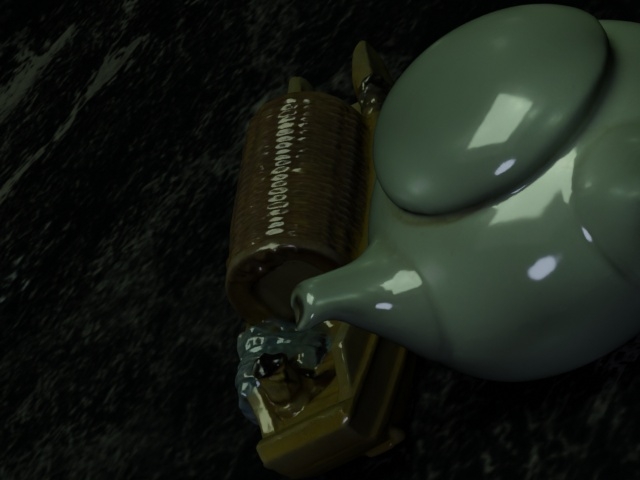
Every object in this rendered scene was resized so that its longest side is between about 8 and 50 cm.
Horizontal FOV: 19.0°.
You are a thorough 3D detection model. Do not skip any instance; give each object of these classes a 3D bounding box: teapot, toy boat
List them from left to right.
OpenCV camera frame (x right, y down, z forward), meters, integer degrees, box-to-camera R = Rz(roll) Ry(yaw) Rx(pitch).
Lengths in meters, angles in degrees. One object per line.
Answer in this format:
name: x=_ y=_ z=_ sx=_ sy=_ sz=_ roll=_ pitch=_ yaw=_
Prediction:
toy boat: x=0.000 y=0.000 z=1.091 sx=0.089 sy=0.115 sz=0.310 roll=-26 pitch=34 yaw=29
teapot: x=0.143 y=-0.040 z=0.932 sx=0.318 sy=0.149 sz=0.220 roll=-17 pitch=40 yaw=41
